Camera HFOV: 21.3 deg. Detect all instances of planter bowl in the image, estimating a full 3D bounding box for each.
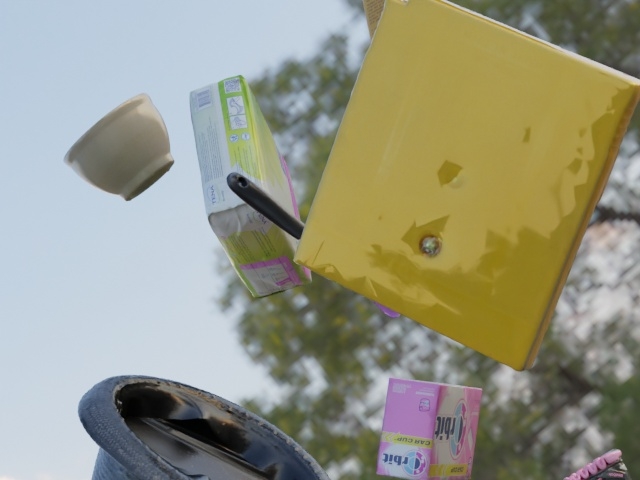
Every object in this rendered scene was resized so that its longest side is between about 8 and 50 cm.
[{"bbox_3d":[-0.288,-0.128,2.543,0.162,0.109,0.162,-40,-4,-3],"label":"planter bowl"}]

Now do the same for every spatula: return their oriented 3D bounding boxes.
[{"bbox_3d":[0.000,0.000,2.165,0.030,0.296,0.084,-39,25,47],"label":"spatula"}]

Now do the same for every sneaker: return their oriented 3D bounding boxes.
[{"bbox_3d":[0.317,0.299,2.018,0.119,0.057,0.047,-36,-7,18],"label":"sneaker"}]

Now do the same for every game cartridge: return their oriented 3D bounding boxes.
[{"bbox_3d":[0.148,-0.067,1.764,0.053,0.285,0.323,-14,-53,-65],"label":"game cartridge"}]

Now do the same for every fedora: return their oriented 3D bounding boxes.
[{"bbox_3d":[-0.146,0.296,1.962,0.334,0.334,0.152,-6,-53,-61],"label":"fedora"}]

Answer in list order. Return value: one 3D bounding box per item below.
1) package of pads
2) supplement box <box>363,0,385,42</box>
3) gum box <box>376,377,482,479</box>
[{"bbox_3d":[-0.104,-0.068,2.502,0.101,0.229,0.296,-15,-29,7],"label":"package of pads"},{"bbox_3d":[0.103,-0.330,2.292,0.080,0.233,0.078,-26,-31,28],"label":"supplement box"},{"bbox_3d":[0.127,0.214,1.920,0.188,0.062,0.107,17,-100,-68],"label":"gum box"}]
